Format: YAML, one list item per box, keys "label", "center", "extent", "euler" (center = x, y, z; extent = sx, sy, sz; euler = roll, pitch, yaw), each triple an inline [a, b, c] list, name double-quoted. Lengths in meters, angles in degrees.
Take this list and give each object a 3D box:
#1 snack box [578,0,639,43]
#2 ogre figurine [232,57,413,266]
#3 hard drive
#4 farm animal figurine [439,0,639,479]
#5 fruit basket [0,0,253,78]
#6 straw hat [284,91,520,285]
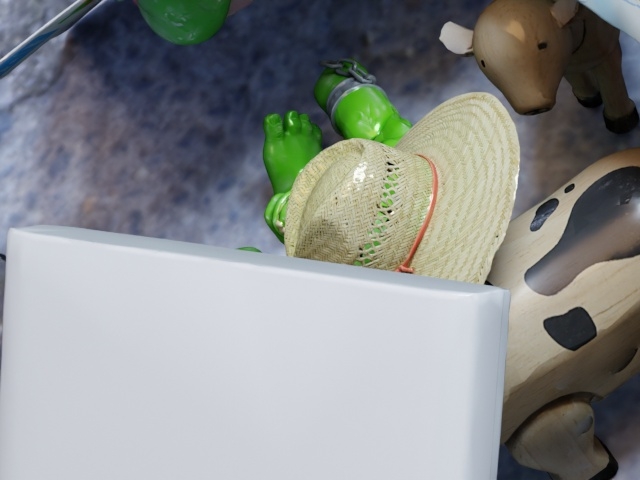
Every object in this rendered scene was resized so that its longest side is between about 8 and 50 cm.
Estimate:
- label: "snack box"
  center: [0.224, -0.100, 0.808]
  extent: [0.187, 0.060, 0.322]
  euler: [-13, 39, -33]
- label: "ogre figurine"
  center: [0.000, 0.000, 1.018]
  extent: [0.197, 0.097, 0.118]
  euler: [-47, 33, -22]
- label: "hard drive"
  center: [-0.043, 0.181, 0.856]
  extent: [0.233, 0.047, 0.353]
  euler: [8, 98, 30]
- label: "farm animal figurine"
  center: [0.151, -0.026, 0.901]
  extent: [0.327, 0.172, 0.330]
  euler: [-48, 53, -4]
- label: "fruit basket"
  center: [-0.012, -0.189, 1.038]
  extent: [0.353, 0.327, 0.165]
  euler: [-42, 98, 9]
- label: "straw hat"
  center: [0.019, -0.010, 0.866]
  extent: [0.144, 0.061, 0.144]
  euler: [-41, 38, 42]
